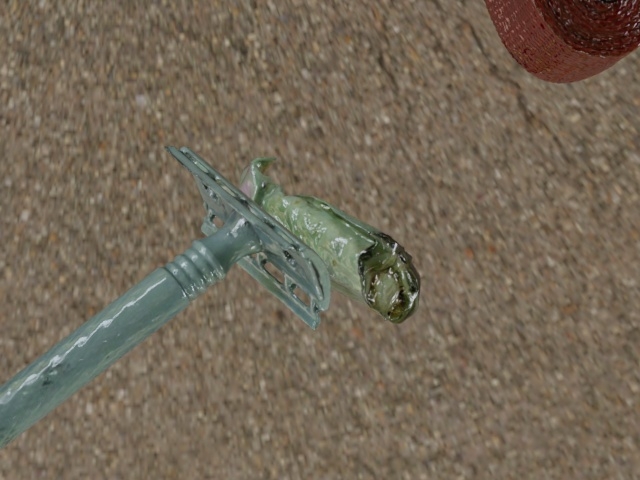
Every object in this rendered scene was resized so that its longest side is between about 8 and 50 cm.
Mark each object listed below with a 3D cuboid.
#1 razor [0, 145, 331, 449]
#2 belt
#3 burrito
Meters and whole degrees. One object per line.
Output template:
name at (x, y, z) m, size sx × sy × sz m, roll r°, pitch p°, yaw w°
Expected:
razor at (-0.115, 0.056, 0.696) m, size 0.232 × 0.106 × 0.068 m, roll -38°, pitch 140°, yaw -17°
belt at (0.200, -0.232, 1.186) m, size 0.128 × 0.124 × 0.201 m, roll -11°, pitch 84°, yaw -12°
burrito at (0.000, 0.000, 1.570) m, size 0.089 × 0.229 × 0.144 m, roll -50°, pitch 142°, yaw -14°
